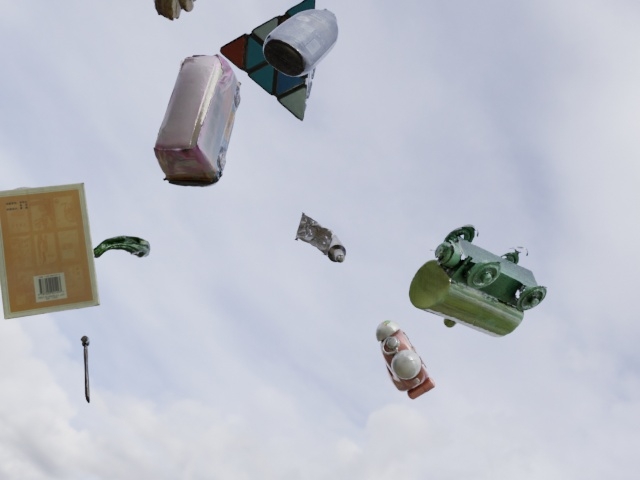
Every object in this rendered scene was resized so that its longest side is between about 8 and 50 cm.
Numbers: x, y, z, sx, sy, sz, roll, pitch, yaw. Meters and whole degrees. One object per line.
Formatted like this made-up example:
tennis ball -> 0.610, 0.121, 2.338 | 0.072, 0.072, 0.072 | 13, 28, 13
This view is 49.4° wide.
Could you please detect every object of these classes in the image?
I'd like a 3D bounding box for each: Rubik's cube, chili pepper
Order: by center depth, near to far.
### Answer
Rubik's cube -> -0.098, -0.384, 1.645 | 0.249, 0.234, 0.284 | -10, -15, -8
chili pepper -> -0.522, 0.020, 1.873 | 0.073, 0.182, 0.050 | -24, -106, 31

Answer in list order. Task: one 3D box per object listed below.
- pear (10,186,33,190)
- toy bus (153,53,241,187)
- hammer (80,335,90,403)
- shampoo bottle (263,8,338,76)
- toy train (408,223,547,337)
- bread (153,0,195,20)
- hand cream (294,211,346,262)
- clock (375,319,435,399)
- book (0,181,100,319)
pear -> -0.765, -0.043, 1.793 | 0.199, 0.200, 0.200 | 21, -40, 18
toy bus -> -0.332, -0.349, 1.928 | 0.171, 0.387, 0.162 | 4, -30, 9
hammer -> -0.618, 0.339, 1.832 | 0.021, 0.178, 0.065 | -3, -25, -14
shampoo bottle -> -0.023, -0.331, 1.139 | 0.087, 0.234, 0.049 | 32, -55, -3
toy train -> 0.302, 0.085, 1.346 | 0.307, 0.126, 0.189 | 22, -54, -39
bread -> -0.323, -0.691, 1.556 | 0.325, 0.166, 0.278 | 104, -33, -57
hand cream -> 0.003, 0.000, 1.890 | 0.257, 0.050, 0.084 | 36, -66, 56
clock -> 0.191, 0.284, 1.661 | 0.092, 0.166, 0.162 | -29, -46, 2
book -> -0.512, 0.016, 1.293 | 0.018, 0.170, 0.242 | 138, -57, -69
